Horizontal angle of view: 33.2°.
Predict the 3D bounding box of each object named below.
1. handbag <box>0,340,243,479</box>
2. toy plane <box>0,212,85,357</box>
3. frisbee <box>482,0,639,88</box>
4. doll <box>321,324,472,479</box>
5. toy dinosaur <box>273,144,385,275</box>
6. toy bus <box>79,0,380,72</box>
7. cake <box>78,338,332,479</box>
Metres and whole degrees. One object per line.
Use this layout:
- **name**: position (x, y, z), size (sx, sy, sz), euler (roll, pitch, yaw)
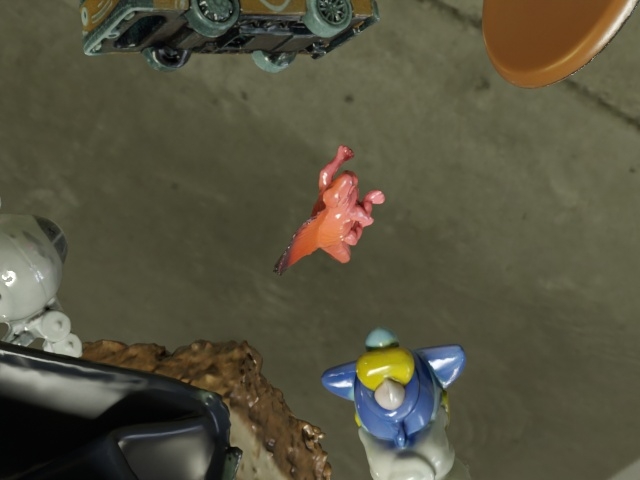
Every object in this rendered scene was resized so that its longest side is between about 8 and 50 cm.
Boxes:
- **handbag**: position (-0.231, 0.185, 0.550), size (0.329, 0.122, 0.303), euler (15, 124, -6)
- **toy plane**: position (-0.319, 0.022, 1.070), size (0.252, 0.118, 0.252), euler (40, 155, 23)
- **frisbee**: position (0.228, -0.263, 1.001), size (0.021, 0.250, 0.251), euler (15, 158, -27)
- **doll**: position (0.131, 0.272, 1.437), size (0.376, 0.187, 0.365), euler (178, 77, -74)
- **toy dinosaur**: position (-0.004, 0.004, 1.207), size (0.070, 0.139, 0.286), euler (37, 157, 9)
- **toy bus**: position (-0.097, -0.263, 1.058), size (0.275, 0.167, 0.138), euler (-7, 173, -33)
- **cake**: position (-0.168, 0.282, 1.110), size (0.282, 0.290, 0.255), euler (-2, 135, 32)
